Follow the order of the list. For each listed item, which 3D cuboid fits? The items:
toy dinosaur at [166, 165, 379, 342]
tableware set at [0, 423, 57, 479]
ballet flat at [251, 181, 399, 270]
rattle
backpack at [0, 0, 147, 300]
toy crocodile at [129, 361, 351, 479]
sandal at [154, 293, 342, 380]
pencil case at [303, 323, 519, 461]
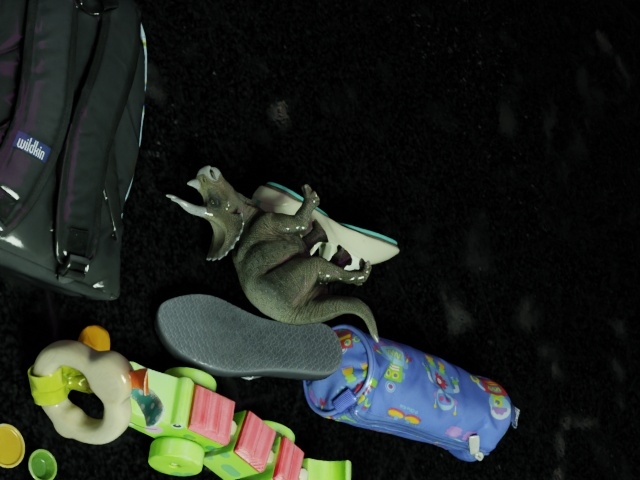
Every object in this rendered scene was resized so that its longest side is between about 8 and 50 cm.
[{"bbox_3d":[-0.040,0.036,2.115,0.160,0.121,0.313,-31,67,-14],"label":"toy dinosaur"},{"bbox_3d":[-0.347,0.233,1.831,0.154,0.024,0.104,40,48,-28],"label":"tableware set"},{"bbox_3d":[0.000,0.000,2.276,0.248,0.086,0.086,25,57,-37],"label":"ballet flat"},{"bbox_3d":[-0.210,0.144,1.881,0.142,0.199,0.130,-16,86,-49],"label":"rattle"},{"bbox_3d":[-0.324,-0.144,1.871,0.290,0.273,0.356,23,80,-37],"label":"backpack"},{"bbox_3d":[-0.104,0.236,2.029,0.340,0.105,0.115,35,50,-32],"label":"toy crocodile"},{"bbox_3d":[-0.091,0.133,2.108,0.254,0.054,0.097,15,57,-29],"label":"sandal"},{"bbox_3d":[0.120,0.208,2.271,0.306,0.119,0.133,23,36,-39],"label":"pencil case"}]
